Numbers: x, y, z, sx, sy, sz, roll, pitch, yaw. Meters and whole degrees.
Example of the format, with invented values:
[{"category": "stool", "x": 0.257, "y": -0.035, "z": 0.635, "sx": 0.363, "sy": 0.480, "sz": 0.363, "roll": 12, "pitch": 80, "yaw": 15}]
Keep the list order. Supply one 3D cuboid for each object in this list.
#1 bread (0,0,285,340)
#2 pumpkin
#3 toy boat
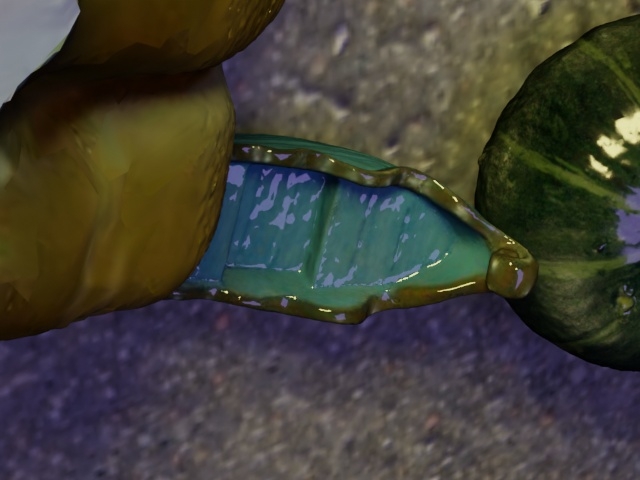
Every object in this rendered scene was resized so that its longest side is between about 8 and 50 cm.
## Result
[{"category": "bread", "x": -0.125, "y": -0.127, "z": 0.590, "sx": 0.301, "sy": 0.210, "sz": 0.341, "roll": 11, "pitch": 107, "yaw": -40}, {"category": "pumpkin", "x": 0.152, "y": -0.022, "z": 0.882, "sx": 0.167, "sy": 0.125, "sz": 0.167, "roll": -10, "pitch": 126, "yaw": -14}, {"category": "toy boat", "x": 0.000, "y": 0.000, "z": 0.809, "sx": 0.186, "sy": 0.077, "sz": 0.075, "roll": 6, "pitch": 112, "yaw": -26}]
